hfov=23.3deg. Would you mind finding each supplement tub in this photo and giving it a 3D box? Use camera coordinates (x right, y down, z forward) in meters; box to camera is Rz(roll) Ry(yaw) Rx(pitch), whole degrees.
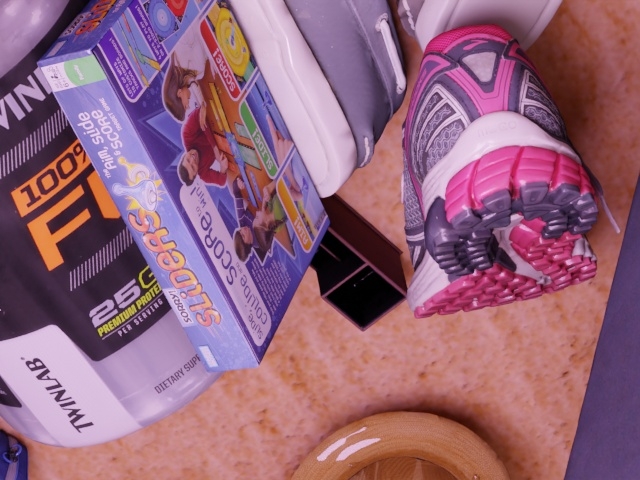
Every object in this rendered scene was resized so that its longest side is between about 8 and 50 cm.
[{"bbox_3d":[-0.177,-0.048,0.874,0.194,0.193,0.316,-24,127,10],"label":"supplement tub"}]

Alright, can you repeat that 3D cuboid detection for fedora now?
[{"bbox_3d":[0.053,0.205,1.159,0.194,0.079,0.194,-1,109,-3],"label":"fedora"}]

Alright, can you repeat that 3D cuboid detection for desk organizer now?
[{"bbox_3d":[0.000,0.000,1.024,0.047,0.050,0.130,-38,123,19],"label":"desk organizer"}]

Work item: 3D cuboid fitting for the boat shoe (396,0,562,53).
[{"bbox_3d":[0.126,-0.232,0.835,0.109,0.091,0.305,4,131,-37],"label":"boat shoe"}]

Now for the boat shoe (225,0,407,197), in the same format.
[{"bbox_3d":[-0.028,-0.179,0.878,0.099,0.116,0.319,-41,127,-32],"label":"boat shoe"}]

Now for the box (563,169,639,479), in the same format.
[{"bbox_3d":[0.426,0.073,0.841,0.472,0.479,0.297,24,164,-24],"label":"box"}]

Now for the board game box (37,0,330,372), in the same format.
[{"bbox_3d":[-0.065,-0.048,0.838,0.035,0.136,0.201,-9,122,27],"label":"board game box"}]

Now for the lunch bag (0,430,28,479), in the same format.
[{"bbox_3d":[-0.251,0.175,1.110,0.098,0.067,0.065,-39,123,19],"label":"lunch bag"}]

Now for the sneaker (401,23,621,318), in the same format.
[{"bbox_3d":[0.105,-0.029,0.931,0.121,0.112,0.299,-12,163,-3],"label":"sneaker"}]
